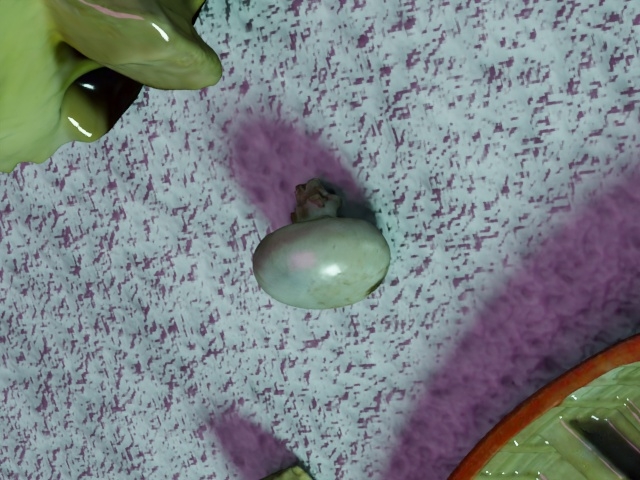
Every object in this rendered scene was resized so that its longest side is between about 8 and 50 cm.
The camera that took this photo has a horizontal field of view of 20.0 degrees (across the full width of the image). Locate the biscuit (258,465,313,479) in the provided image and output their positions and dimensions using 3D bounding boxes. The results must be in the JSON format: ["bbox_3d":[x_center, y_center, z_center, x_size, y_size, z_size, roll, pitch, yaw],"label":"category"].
[{"bbox_3d":[0.014,0.236,1.219,0.052,0.056,0.188,-29,99,42],"label":"biscuit"}]

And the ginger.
[{"bbox_3d":[-0.271,-0.188,1.067,0.413,0.211,0.358,-4,111,35],"label":"ginger"}]

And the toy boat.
[{"bbox_3d":[0.154,0.150,1.064,0.136,0.079,0.392,40,131,10],"label":"toy boat"}]

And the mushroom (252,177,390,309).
[{"bbox_3d":[0.000,0.000,1.093,0.085,0.085,0.079,-15,66,37],"label":"mushroom"}]
